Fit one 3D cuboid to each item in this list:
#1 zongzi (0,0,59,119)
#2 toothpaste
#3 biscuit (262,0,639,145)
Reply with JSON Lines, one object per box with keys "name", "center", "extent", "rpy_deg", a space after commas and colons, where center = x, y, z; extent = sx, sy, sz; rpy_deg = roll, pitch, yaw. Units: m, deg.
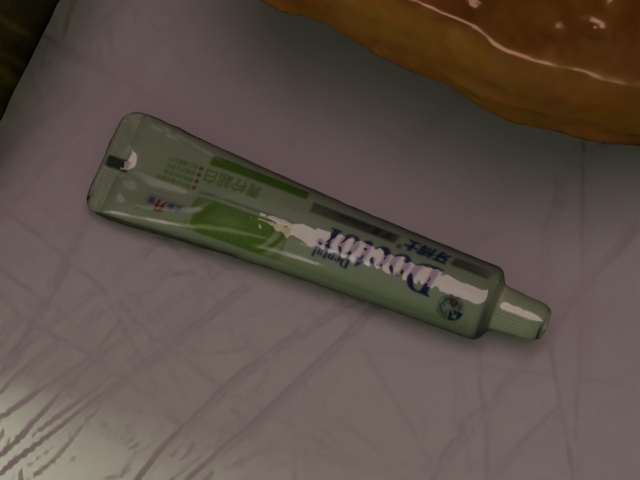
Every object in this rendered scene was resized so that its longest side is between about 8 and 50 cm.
{"name": "zongzi", "center": [-0.241, -0.240, 0.747], "extent": [0.403, 0.208, 0.432], "rpy_deg": [27, 105, 19]}
{"name": "toothpaste", "center": [0.000, 0.000, 0.743], "extent": [0.197, 0.029, 0.048], "rpy_deg": [21, 75, 8]}
{"name": "biscuit", "center": [0.124, -0.174, 0.751], "extent": [0.351, 0.057, 0.312], "rpy_deg": [3, 61, -10]}
